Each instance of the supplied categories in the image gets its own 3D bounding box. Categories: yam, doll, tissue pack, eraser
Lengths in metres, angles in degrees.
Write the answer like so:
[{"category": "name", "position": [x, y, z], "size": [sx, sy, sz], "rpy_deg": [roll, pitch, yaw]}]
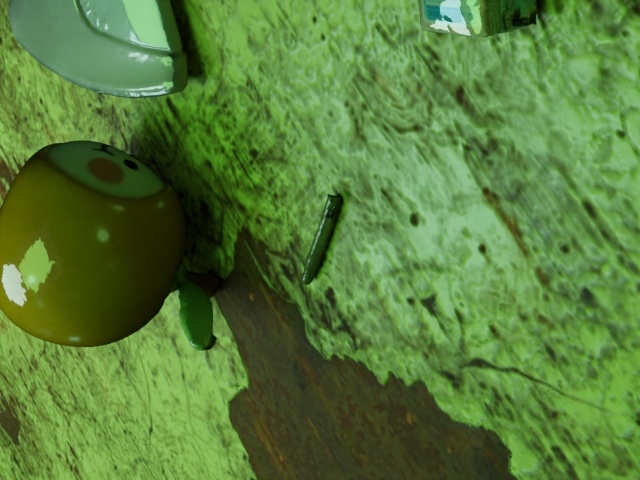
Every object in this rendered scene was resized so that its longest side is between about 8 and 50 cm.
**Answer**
[{"category": "yam", "position": [0.000, 0.000, 1.173], "size": [0.014, 0.014, 0.107], "rpy_deg": [47, 139, 28]}, {"category": "doll", "position": [-0.200, 0.018, 1.316], "size": [0.236, 0.213, 0.213], "rpy_deg": [25, 139, -7]}, {"category": "tissue pack", "position": [0.102, -0.185, 0.903], "size": [0.074, 0.059, 0.094], "rpy_deg": [19, 122, 50]}, {"category": "eraser", "position": [-0.222, -0.231, 1.308], "size": [0.243, 0.059, 0.204], "rpy_deg": [-3, 105, 50]}]
